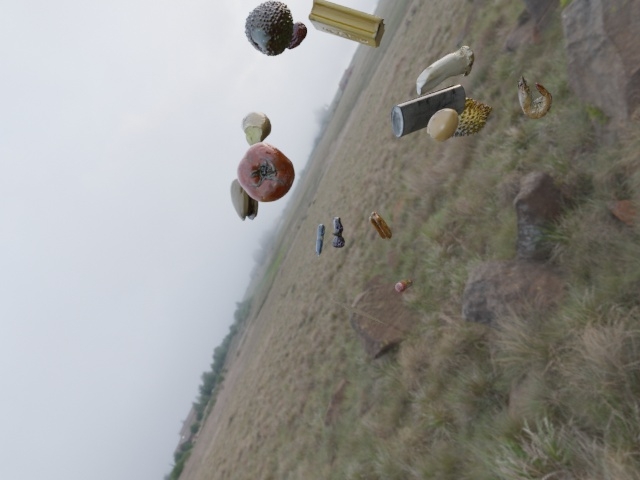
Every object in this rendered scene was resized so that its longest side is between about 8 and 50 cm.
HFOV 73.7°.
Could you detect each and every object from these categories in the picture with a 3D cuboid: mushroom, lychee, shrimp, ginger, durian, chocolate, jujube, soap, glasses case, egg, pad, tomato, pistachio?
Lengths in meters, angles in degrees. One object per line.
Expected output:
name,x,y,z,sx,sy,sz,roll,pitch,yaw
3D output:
mushroom,0.366,-0.501,1.273,0.209,0.071,0.084,-31,-30,-12
lychee,-0.155,-0.674,1.355,0.171,0.171,0.171,-155,90,-85
shrimp,1.002,-0.678,2.007,0.133,0.236,0.053,-8,37,46
ginger,-0.307,-0.538,2.032,0.152,0.138,0.267,-40,25,7
durian,0.605,-0.532,1.883,0.250,0.183,0.137,13,78,62
chocolate,0.081,-0.037,2.034,0.070,0.072,0.147,-33,-51,-28
jujube,-0.111,-0.893,1.871,0.129,0.077,0.077,-35,24,38
soap,0.123,-0.961,1.899,0.204,0.325,0.096,-46,-25,-73
glasses case,0.379,-0.451,1.487,0.060,0.299,0.114,34,141,50
egg,0.347,-0.329,1.206,0.080,0.080,0.096,-71,1,-46
pad,0.177,0.329,1.969,0.176,0.266,0.002,23,87,52
tomato,-0.220,-0.264,1.661,0.236,0.237,0.095,-64,-4,12
pistachio,-0.345,-0.189,1.921,0.131,0.130,0.206,-12,86,51

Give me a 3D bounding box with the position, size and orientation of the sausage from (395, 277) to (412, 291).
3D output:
sausage,0.251,0.132,1.275,0.029,0.029,0.223,-64,-17,8

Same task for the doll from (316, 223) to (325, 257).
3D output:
doll,0.000,0.000,1.520,0.037,0.027,0.125,105,171,-70

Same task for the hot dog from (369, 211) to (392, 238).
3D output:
hot dog,0.230,-0.056,1.635,0.062,0.144,0.038,10,60,43
